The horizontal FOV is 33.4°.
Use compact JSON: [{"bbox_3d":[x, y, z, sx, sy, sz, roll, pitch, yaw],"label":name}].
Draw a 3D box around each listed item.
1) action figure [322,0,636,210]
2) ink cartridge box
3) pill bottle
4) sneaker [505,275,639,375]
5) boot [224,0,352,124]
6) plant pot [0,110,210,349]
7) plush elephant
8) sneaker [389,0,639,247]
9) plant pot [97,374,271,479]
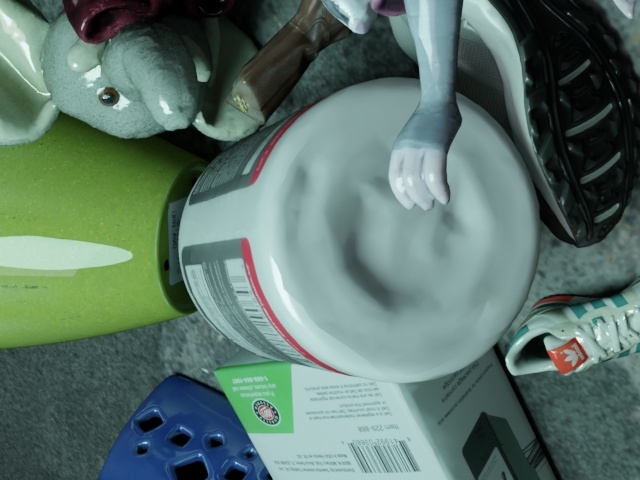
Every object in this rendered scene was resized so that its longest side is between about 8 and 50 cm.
[{"bbox_3d":[0.109,-0.192,0.473,0.370,0.248,0.276,-6,120,27],"label":"action figure"},{"bbox_3d":[0.071,0.194,0.913,0.211,0.121,0.289,-12,110,46],"label":"ink cartridge box"},{"bbox_3d":[0.000,0.000,0.742,0.176,0.176,0.318,59,163,-8],"label":"pill bottle"},{"bbox_3d":[0.199,0.067,0.743,0.161,0.075,0.057,-17,107,47],"label":"sneaker"},{"bbox_3d":[-0.021,-0.135,0.691,0.037,0.114,0.106,40,168,26],"label":"boot"},{"bbox_3d":[-0.244,-0.015,0.967,0.293,0.275,0.275,7,124,20],"label":"plant pot"},{"bbox_3d":[-0.134,-0.178,0.735,0.330,0.271,0.256,-157,56,-67],"label":"plush elephant"},{"bbox_3d":[0.113,-0.119,0.685,0.272,0.100,0.108,61,148,-2],"label":"sneaker"},{"bbox_3d":[-0.126,0.320,1.112,0.236,0.212,0.236,21,131,30],"label":"plant pot"}]
